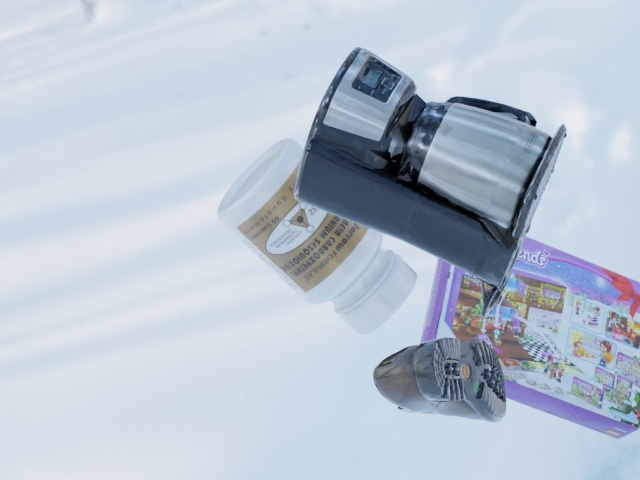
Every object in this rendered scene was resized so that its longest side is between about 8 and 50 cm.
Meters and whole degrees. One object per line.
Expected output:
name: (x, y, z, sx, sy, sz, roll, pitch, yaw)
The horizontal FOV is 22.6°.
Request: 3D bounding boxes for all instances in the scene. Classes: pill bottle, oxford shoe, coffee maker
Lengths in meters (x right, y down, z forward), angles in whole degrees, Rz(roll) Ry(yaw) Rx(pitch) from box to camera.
pill bottle: (0.000, 0.000, 1.901, 0.131, 0.229, 0.131, -43, 14, 13)
oxford shoe: (0.124, 0.143, 1.649, 0.096, 0.083, 0.227, -12, -20, 28)
coffee maker: (0.075, -0.040, 1.220, 0.178, 0.171, 0.120, 23, 22, 9)

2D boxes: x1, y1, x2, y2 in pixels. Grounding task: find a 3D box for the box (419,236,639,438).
box: (0.277, 0.107, 2.018, 0.293, 0.201, 0.057, 22, -28, -14)
